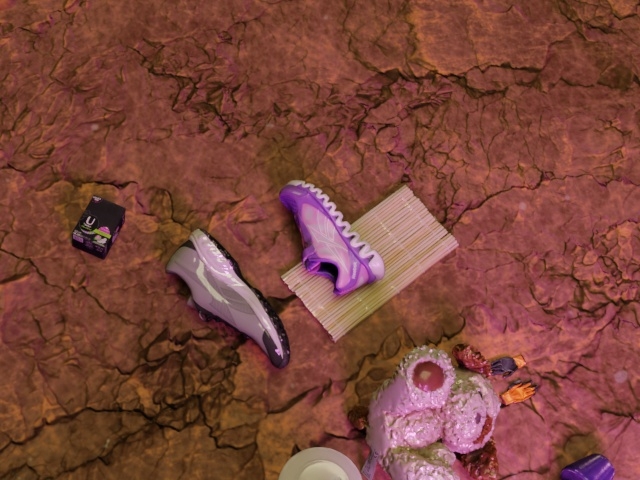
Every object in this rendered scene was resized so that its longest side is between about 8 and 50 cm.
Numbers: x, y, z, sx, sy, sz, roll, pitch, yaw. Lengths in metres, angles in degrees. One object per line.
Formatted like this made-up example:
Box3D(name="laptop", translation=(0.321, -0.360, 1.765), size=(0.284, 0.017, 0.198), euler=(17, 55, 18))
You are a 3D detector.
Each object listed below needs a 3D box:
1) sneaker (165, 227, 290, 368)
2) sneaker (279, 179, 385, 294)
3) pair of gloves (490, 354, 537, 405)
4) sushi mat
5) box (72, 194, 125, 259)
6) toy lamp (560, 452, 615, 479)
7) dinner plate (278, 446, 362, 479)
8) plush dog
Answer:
Box3D(name="sneaker", translation=(-0.148, 0.109, 1.758), size=(0.108, 0.100, 0.271), euler=(-41, 80, -1))
Box3D(name="sneaker", translation=(0.000, 0.000, 1.818), size=(0.104, 0.095, 0.236), euler=(-38, 75, -17))
Box3D(name="pair of gloves", translation=(0.331, 0.238, 1.828), size=(0.074, 0.010, 0.083), euler=(-16, 67, -19))
Box3D(name="sushi mat", translation=(0.092, 0.035, 1.877), size=(0.316, 0.019, 0.151), euler=(-36, 74, -25))
Box3D(name="box", translation=(-0.373, -0.023, 1.789), size=(0.062, 0.052, 0.083), euler=(24, 61, -1))
Box3D(name="toy lamp", translation=(0.365, 0.439, 1.696), size=(0.275, 0.080, 0.080), euler=(-36, 75, -25))
Box3D(name="dinner plate", translation=(0.002, 0.394, 1.678), size=(0.141, 0.017, 0.141), euler=(6, 62, -11))
Box3D(name="plush dog", translation=(0.189, 0.285, 1.705), size=(0.225, 0.211, 0.262), euler=(-5, 92, -29))
